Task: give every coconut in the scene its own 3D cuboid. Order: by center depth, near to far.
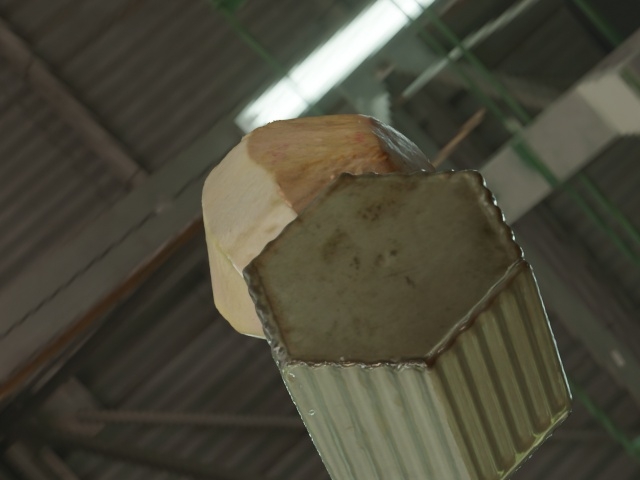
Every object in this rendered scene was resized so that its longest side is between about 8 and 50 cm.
[{"bbox_3d":[0.000,0.000,1.760,0.259,0.259,0.259,17,-125,-25],"label":"coconut"}]

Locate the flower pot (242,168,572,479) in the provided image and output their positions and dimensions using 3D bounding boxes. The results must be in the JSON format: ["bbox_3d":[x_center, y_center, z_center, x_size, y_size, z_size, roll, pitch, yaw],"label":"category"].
[{"bbox_3d":[0.072,0.078,1.429,0.190,0.239,0.209,69,-150,-45],"label":"flower pot"}]
